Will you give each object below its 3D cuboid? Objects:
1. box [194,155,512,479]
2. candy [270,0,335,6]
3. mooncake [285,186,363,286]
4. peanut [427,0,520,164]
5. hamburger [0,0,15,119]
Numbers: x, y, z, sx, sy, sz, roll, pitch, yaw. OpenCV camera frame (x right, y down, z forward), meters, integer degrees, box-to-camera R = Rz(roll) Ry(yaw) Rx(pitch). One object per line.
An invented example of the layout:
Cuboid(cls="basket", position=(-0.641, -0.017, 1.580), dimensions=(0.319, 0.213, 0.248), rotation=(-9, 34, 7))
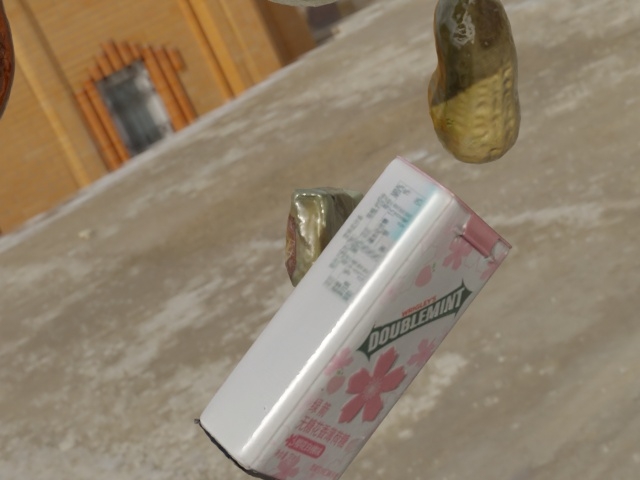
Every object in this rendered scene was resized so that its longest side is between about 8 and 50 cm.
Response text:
Cuboid(cls="box", position=(0.037, 0.103, 1.345), dimensions=(0.370, 0.190, 0.112), rotation=(-51, 51, 1))
Cuboid(cls="candy", position=(0.020, -0.344, 1.150), dimensions=(0.295, 0.185, 0.295), rotation=(-57, 3, 5))
Cuboid(cls="mooncake", position=(0.000, 0.000, 1.493), dimensions=(0.073, 0.130, 0.125), rotation=(-2, 1, 26))
Cuboid(cls="peanut", position=(0.179, -0.199, 1.477), dimensions=(0.110, 0.236, 0.120), rotation=(-8, 34, 5))
Cuboid(cls="hamburger", position=(-0.553, -0.227, 1.516), dimensions=(0.330, 0.330, 0.250), rotation=(-35, 23, -32))
